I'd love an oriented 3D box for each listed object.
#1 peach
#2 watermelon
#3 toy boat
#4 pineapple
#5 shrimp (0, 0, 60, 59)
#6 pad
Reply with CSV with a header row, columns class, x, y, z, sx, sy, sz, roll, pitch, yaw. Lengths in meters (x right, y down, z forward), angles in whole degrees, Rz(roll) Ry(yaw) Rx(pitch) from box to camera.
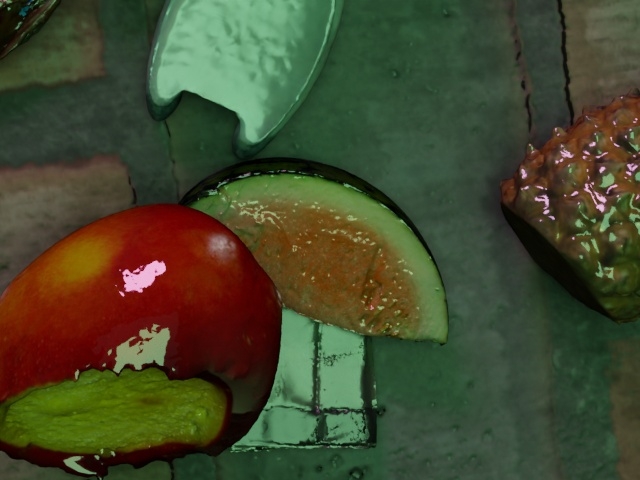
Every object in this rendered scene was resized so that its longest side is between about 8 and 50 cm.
class,x,y,z,sx,sy,sz,roll,pitch,yaw
peach,-0.140,0.086,1.352,0.226,0.190,0.196,-44,99,-17
watermelon,-0.001,0.001,1.453,0.245,0.063,0.119,21,94,-9
toy boat,-0.054,-0.173,1.458,0.134,0.079,0.207,23,98,1
pineapple,0.304,-0.089,1.453,0.340,0.169,0.169,-41,95,-8
shrimp,-0.339,-0.197,1.422,0.290,0.054,0.222,-30,94,1
pad,-0.070,0.082,1.470,0.233,0.022,0.174,0,85,-8
